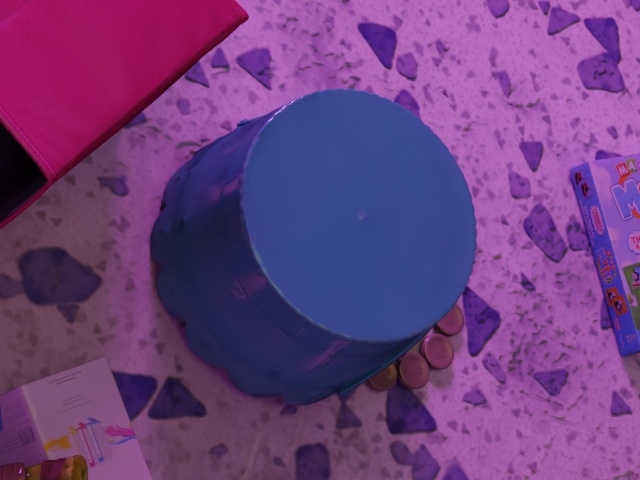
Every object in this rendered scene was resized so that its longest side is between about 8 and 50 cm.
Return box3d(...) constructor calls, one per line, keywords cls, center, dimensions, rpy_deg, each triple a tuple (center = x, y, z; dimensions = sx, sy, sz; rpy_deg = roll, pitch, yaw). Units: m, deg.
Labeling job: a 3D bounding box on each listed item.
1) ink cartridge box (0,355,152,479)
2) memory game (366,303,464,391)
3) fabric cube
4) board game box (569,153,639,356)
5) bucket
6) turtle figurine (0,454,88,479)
box3d(cls="ink cartridge box", center=(-0.216, 0.187, 1.678), dimensions=(0.090, 0.092, 0.143), rpy_deg=(-19, 87, -36))
box3d(cls="memory game", center=(0.065, 0.062, 1.940), dimensions=(0.186, 0.012, 0.186), rpy_deg=(10, 70, -30))
box3d(cls="fabric cube", center=(-0.272, -0.178, 1.659), dimensions=(0.259, 0.254, 0.258), rpy_deg=(51, 54, -8))
box3d(cls="board game box", center=(0.369, 0.009, 2.128), dimensions=(0.160, 0.039, 0.212), rpy_deg=(-10, 80, -33))
box3d(cls="bucket", center=(0.000, 0.000, 1.803), dimensions=(0.281, 0.183, 0.281), rpy_deg=(9, 71, -25))
box3d(cls="turtle figurine", center=(-0.305, 0.236, 1.586), dimensions=(0.217, 0.087, 0.270), rpy_deg=(4, 68, 6))
